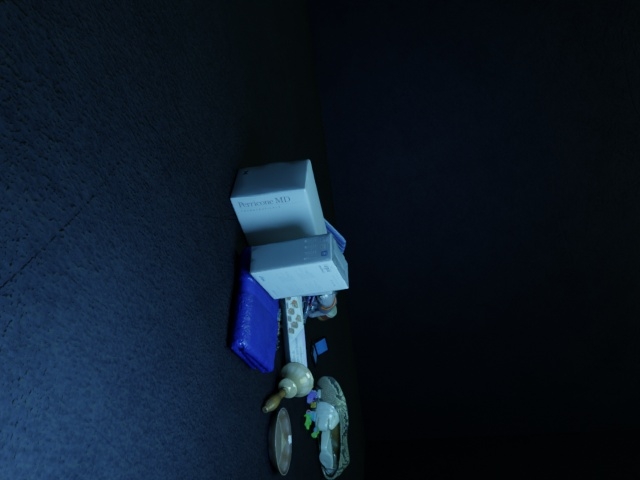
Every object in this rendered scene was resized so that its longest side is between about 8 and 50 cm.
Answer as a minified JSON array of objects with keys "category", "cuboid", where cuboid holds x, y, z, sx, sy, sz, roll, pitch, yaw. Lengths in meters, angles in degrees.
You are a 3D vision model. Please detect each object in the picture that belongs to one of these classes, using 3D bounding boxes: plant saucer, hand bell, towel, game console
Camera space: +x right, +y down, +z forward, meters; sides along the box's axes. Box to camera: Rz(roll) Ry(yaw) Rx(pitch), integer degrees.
[{"category":"plant saucer","cuboid":[-0.131,0.637,1.501,0.198,0.036,0.198,-5,90,-82]},{"category":"hand bell","cuboid":[-0.123,0.495,1.522,0.242,0.126,0.126,-20,104,-69]},{"category":"towel","cuboid":[0.000,0.000,2.082,0.243,0.040,0.336,44,-22,14]},{"category":"towel","cuboid":[-0.190,0.199,1.347,0.227,0.076,0.308,61,24,-52]},{"category":"game console","cuboid":[-0.002,0.538,2.289,0.107,0.071,0.122,-86,166,-51]}]

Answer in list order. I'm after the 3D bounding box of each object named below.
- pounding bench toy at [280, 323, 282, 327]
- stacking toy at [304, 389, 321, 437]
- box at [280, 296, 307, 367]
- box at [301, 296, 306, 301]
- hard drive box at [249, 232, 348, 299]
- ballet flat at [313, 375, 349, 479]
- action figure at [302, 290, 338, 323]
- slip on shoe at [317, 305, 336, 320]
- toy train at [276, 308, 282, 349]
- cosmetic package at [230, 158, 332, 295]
[{"category":"pounding bench toy","cuboid":[-0.114,0.329,1.772,0.083,0.052,0.065,-24,112,-47]},{"category":"stacking toy","cuboid":[-0.042,0.707,2.004,0.167,0.052,0.221,70,18,-51]},{"category":"box","cuboid":[-0.098,0.329,1.709,0.067,0.063,0.324,-163,-113,-65]},{"category":"box","cuboid":[-0.107,0.056,1.968,0.295,0.073,0.293,-82,163,-56]},{"category":"hard drive box","cuboid":[-0.055,0.077,1.323,0.181,0.232,0.089,61,23,-55]},{"category":"ballet flat","cuboid":[0.043,0.868,2.142,0.182,0.164,0.482,-33,120,-63]},{"category":"action figure","cuboid":[0.019,0.208,2.113,0.330,0.179,0.341,-138,-115,-84]},{"category":"slip on shoe","cuboid":[-0.001,0.267,2.442,0.123,0.101,0.331,26,37,-38]},{"category":"toy train","cuboid":[-0.154,0.301,1.629,0.036,0.027,0.158,58,26,-47]},{"category":"cosmetic package","cuboid":[-0.104,-0.020,1.517,0.161,0.230,0.453,-86,166,-47]}]
